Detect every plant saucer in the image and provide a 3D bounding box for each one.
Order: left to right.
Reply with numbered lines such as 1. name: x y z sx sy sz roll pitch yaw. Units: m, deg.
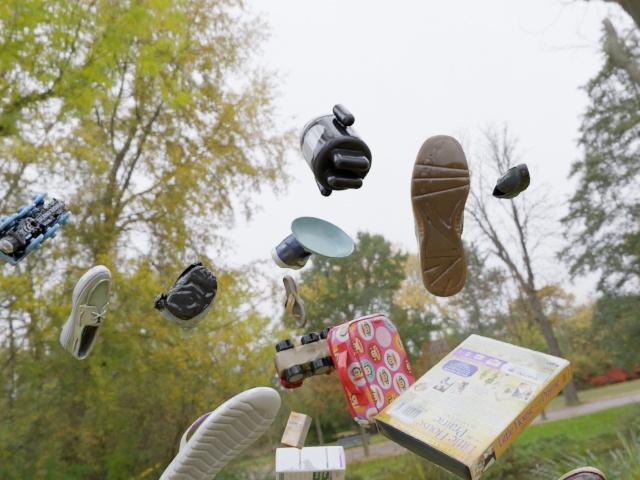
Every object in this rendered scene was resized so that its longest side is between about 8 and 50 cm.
1. plant saucer: 0.000 0.000 1.581 0.195 0.195 0.037 1 -53 -33

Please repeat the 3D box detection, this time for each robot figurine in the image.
1. robot figurine: 0.038 -0.248 1.544 0.209 0.278 0.173 -38 -52 10

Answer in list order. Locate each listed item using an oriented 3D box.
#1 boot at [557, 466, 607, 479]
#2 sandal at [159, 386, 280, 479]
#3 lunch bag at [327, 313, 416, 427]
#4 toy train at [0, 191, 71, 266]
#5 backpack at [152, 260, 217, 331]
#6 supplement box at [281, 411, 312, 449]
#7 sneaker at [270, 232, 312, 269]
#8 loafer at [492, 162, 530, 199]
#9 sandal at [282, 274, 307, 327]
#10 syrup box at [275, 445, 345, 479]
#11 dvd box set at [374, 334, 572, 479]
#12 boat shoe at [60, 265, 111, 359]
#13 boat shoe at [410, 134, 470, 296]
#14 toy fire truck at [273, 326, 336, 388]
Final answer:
1. boot: 0.446 0.551 0.985 0.248 0.090 0.207 -63 -6 20
2. sandal: -0.281 0.508 1.430 0.416 0.102 0.169 -45 -49 6
3. lunch bag: 0.141 0.364 1.563 0.120 0.293 0.258 -29 -16 37
4. toy train: -0.532 -0.016 1.003 0.105 0.184 0.080 -37 -71 22
5. backpack: -0.322 0.148 1.323 0.152 0.115 0.182 -47 5 -31
6. supplement box: -0.074 0.584 1.695 0.062 0.098 0.036 0 -32 35
7. sneaker: -0.044 0.010 2.189 0.236 0.130 0.323 -33 -7 15
8. loafer: 0.576 -0.172 1.669 0.078 0.076 0.223 -12 -14 2
9. sandal: -0.091 0.190 1.704 0.049 0.180 0.072 -9 -26 -30
10. syrup box: -0.035 0.784 1.911 0.237 0.096 0.093 0 -55 -4
11. dvd box set: 0.388 0.401 1.401 0.420 0.062 0.308 -30 22 -31
12. boat shoe: -0.681 0.217 1.640 0.109 0.094 0.302 -7 -52 -57
13. boat shoe: 0.250 -0.049 1.177 0.123 0.341 0.123 -3 -7 2
14. toy fire truck: -0.038 0.381 1.711 0.217 0.158 0.246 -13 -37 -17
